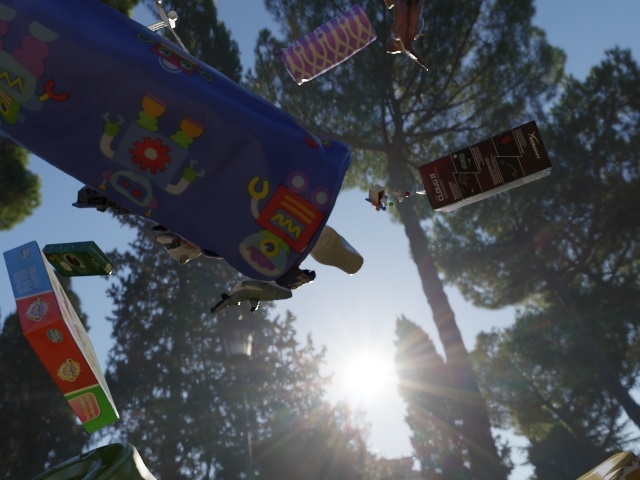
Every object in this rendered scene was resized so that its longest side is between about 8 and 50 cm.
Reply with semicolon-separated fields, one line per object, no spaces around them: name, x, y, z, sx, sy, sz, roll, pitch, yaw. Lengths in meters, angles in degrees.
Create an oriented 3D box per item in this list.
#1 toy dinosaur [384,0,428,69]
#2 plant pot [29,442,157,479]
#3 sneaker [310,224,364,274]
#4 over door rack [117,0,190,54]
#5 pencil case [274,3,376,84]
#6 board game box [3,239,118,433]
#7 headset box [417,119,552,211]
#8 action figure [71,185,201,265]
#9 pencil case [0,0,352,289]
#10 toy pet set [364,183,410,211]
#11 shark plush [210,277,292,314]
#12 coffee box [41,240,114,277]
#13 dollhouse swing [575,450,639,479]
toy dinosaur;0.224;-0.586;1.450;0.127;0.200;0.296;-10;-79;0
plant pot;-0.295;0.488;0.761;0.366;0.353;0.366;-22;2;1
sneaker;0.000;0.001;1.532;0.094;0.151;0.256;-51;-41;1
over door rack;-0.420;-0.428;1.327;0.239;0.324;0.108;-27;-20;-11
pencil case;0.014;-0.404;1.167;0.206;0.088;0.086;-27;-57;7
board game box;-0.503;0.191;1.102;0.064;0.242;0.317;-24;-46;-20
headset box;0.369;-0.156;1.304;0.293;0.110;0.218;-21;-6;21
action figure;-0.254;-0.105;1.032;0.341;0.178;0.331;-17;-54;-49
pencil case;-0.127;-0.078;0.401;0.306;0.119;0.133;28;-65;-15
toy pet set;0.187;-0.112;1.685;0.122;0.114;0.065;-30;-45;-32
shark plush;-0.136;0.107;1.107;0.161;0.067;0.073;-16;-17;-34
coffee box;-0.696;0.055;1.620;0.184;0.041;0.113;-5;-45;24
dollhouse swing;0.239;0.440;0.561;0.346;0.315;0.305;-11;-22;-48
